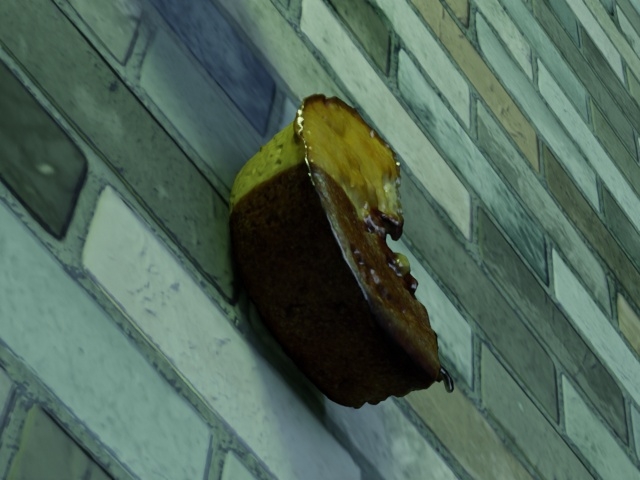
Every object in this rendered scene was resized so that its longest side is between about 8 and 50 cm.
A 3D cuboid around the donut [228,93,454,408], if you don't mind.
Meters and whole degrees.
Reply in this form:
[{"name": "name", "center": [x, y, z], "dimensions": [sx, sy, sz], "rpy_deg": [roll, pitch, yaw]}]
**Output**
[{"name": "donut", "center": [0.001, -0.002, 1.116], "dimensions": [0.141, 0.085, 0.217], "rpy_deg": [44, 26, -35]}]
